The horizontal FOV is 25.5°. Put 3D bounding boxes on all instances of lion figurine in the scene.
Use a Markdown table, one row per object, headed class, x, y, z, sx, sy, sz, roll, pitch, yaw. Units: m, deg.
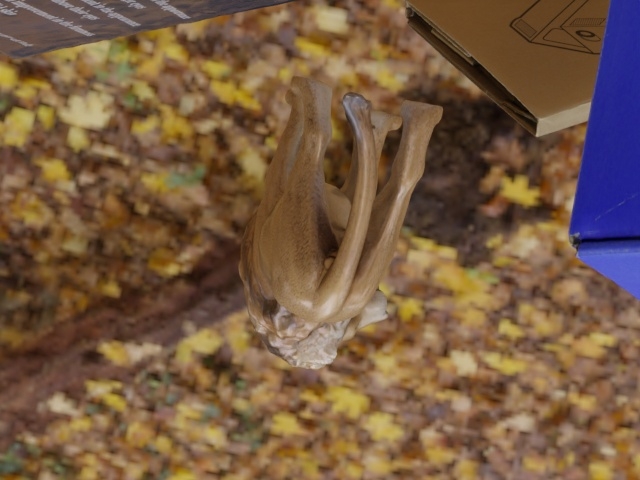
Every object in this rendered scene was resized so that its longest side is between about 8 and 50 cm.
| class | x | y | z | sx | sy | sz | roll | pitch | yaw |
| --- | --- | --- | --- | --- | --- | --- | --- | --- | --- |
| lion figurine | 0.000 | 0.000 | 1.147 | 0.142 | 0.240 | 0.392 | 15 | -179 | 3 |

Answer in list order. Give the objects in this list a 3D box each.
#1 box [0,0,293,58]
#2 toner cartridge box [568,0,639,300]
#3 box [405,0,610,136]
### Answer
| class | x | y | z | sx | sy | sz | roll | pitch | yaw |
| --- | --- | --- | --- | --- | --- | --- | --- | --- | --- |
| box | -0.032 | -0.132 | 0.409 | 0.207 | 0.108 | 0.153 | -10 | 178 | 8 |
| toner cartridge box | 0.186 | -0.146 | 0.409 | 0.165 | 0.348 | 0.075 | -2 | 157 | 40 |
| box | 0.180 | -0.138 | 0.905 | 0.201 | 0.164 | 0.021 | -18 | 130 | -19 |
